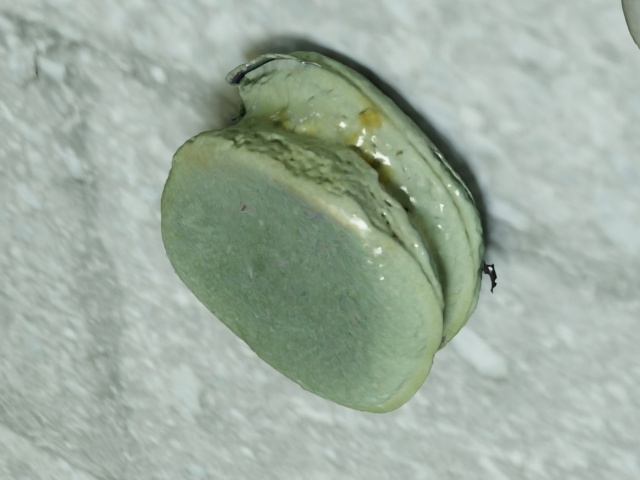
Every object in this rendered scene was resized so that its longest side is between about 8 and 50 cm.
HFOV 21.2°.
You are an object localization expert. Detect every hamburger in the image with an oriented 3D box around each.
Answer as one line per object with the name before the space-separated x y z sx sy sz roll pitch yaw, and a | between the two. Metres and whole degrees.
hamburger | 0.000 0.000 0.659 0.133 0.062 0.140 34 147 14

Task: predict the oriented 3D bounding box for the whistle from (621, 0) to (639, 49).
whistle | 0.103 -0.092 0.466 0.107 0.057 0.220 17 142 28
